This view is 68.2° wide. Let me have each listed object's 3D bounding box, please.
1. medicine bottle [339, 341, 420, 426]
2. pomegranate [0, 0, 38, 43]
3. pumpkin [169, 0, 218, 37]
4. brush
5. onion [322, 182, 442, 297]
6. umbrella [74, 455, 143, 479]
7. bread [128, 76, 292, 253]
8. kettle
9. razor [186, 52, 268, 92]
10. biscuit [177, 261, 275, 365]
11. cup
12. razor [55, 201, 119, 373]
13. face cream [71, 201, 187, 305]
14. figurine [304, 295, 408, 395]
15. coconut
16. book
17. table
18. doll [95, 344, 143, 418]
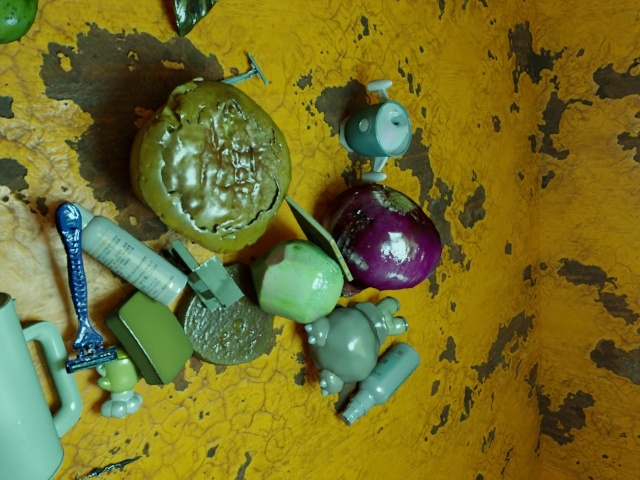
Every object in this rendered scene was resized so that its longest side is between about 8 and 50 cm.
[{"bbox_3d":[0.192,0.479,1.569,0.352,0.110,0.110,-34,117,-36],"label":"medicine bottle"},{"bbox_3d":[-0.562,-0.415,0.716,0.248,0.214,0.214,18,80,-5],"label":"pomegranate"},{"bbox_3d":[-0.278,-0.629,1.006,0.258,0.095,0.290,-50,129,-32],"label":"pumpkin"},{"bbox_3d":[-0.360,0.200,1.003,0.197,0.059,0.123,64,23,-19],"label":"brush"},{"bbox_3d":[0.150,0.032,1.375,0.348,0.347,0.385,-6,134,-43],"label":"onion"},{"bbox_3d":[-0.452,0.491,1.018,0.149,0.022,0.022,9,84,-48],"label":"umbrella"},{"bbox_3d":[-0.241,-0.152,1.025,0.358,0.204,0.336,43,63,-42],"label":"bread"},{"bbox_3d":[-0.566,0.258,0.789,0.205,0.265,0.317,-14,106,-9],"label":"kettle"},{"bbox_3d":[-0.228,-0.378,1.131,0.211,0.036,0.084,-33,93,-30],"label":"razor"},{"bbox_3d":[-0.223,0.184,1.181,0.273,0.049,0.257,33,69,-43],"label":"biscuit"},{"bbox_3d":[0.152,-0.321,1.397,0.168,0.173,0.299,1,94,-43],"label":"cup"},{"bbox_3d":[-0.457,0.086,0.891,0.093,0.056,0.323,-12,107,-35],"label":"razor"},{"bbox_3d":[-0.396,0.025,0.947,0.269,0.082,0.082,42,65,-22],"label":"face cream"},{"bbox_3d":[0.116,0.286,1.412,0.381,0.203,0.248,-20,105,-42],"label":"figurine"},{"bbox_3d":[-0.064,0.095,1.170,0.236,0.236,0.204,-15,128,-42],"label":"coconut"},{"bbox_3d":[-0.001,0.001,1.151,0.018,0.170,0.241,-41,151,-7],"label":"book"},{"bbox_3d":[-0.257,0.071,1.028,0.062,0.146,0.175,-38,96,-25],"label":"table"},{"bbox_3d":[-0.420,0.297,0.997,0.106,0.062,0.162,-2,95,-45],"label":"doll"}]
